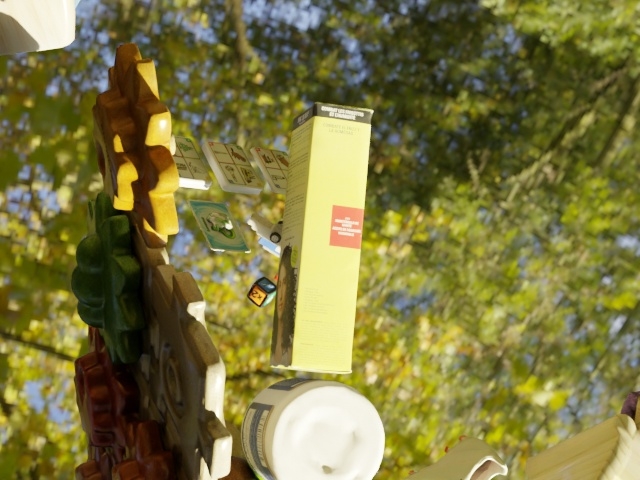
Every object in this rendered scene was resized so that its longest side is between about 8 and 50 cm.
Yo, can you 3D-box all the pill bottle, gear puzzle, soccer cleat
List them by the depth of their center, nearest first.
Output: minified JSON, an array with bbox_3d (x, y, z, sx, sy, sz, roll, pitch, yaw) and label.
[{"bbox_3d":[-0.092,0.070,0.592,0.044,0.338,0.175,-9,-142,-22],"label":"gear puzzle"},{"bbox_3d":[-0.010,0.114,0.731,0.067,0.120,0.067,1,-96,-13],"label":"pill bottle"},{"bbox_3d":[0.149,0.319,1.583,0.196,0.068,0.076,-33,-139,-23],"label":"soccer cleat"}]

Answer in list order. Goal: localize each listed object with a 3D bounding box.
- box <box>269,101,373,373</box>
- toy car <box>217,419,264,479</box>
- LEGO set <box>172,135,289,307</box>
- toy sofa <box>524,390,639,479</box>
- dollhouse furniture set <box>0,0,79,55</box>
[{"bbox_3d":[0.000,0.000,1.112,0.058,0.087,0.232,8,-98,-15],"label":"box"},{"bbox_3d":[-0.118,0.223,1.258,0.188,0.155,0.149,49,-178,29],"label":"toy car"},{"bbox_3d":[-0.072,-0.012,1.347,0.183,0.060,0.244,5,-140,-37],"label":"LEGO set"},{"bbox_3d":[0.371,0.332,1.251,0.362,0.150,0.177,43,-131,-4],"label":"toy sofa"},{"bbox_3d":[-0.032,-0.255,0.589,0.304,0.286,0.198,-5,-141,15],"label":"dollhouse furniture set"}]
